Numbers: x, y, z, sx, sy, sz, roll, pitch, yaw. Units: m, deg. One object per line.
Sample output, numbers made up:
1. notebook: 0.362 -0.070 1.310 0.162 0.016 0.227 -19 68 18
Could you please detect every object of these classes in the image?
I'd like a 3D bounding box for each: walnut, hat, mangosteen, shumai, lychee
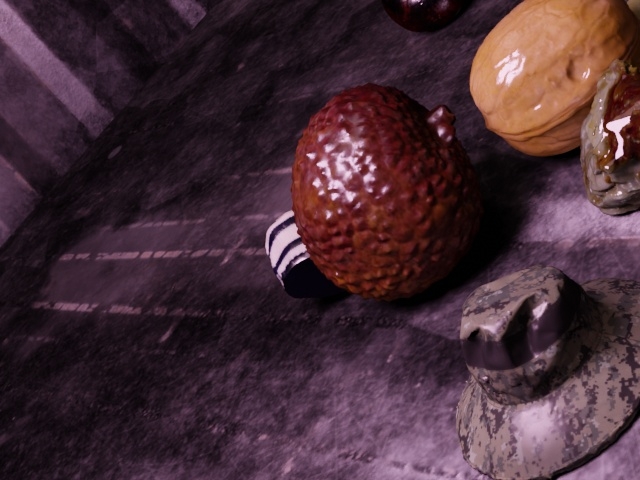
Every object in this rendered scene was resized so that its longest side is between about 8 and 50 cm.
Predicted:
1. walnut: 0.294 -0.210 1.532 0.226 0.193 0.193 -35 25 3
2. hat: 0.209 0.096 1.240 0.265 0.128 0.265 -30 25 16
3. mangosteen: 0.180 -0.426 2.146 0.152 0.152 0.152 -33 26 18
4. shumai: 0.338 -0.126 1.394 0.184 0.142 0.184 -30 29 18
5. lychee: 0.078 -0.060 1.544 0.260 0.260 0.260 -33 26 18

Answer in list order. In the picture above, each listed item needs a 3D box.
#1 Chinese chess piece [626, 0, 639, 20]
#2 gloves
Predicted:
1. Chinese chess piece: 0.449 -0.285 1.595 0.144 0.058 0.144 -34 27 20
2. gloves: -0.011 -0.007 1.735 0.140 0.131 0.218 -33 35 14
